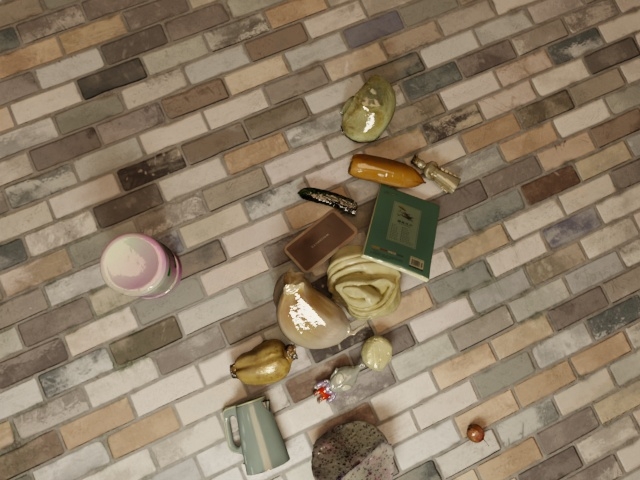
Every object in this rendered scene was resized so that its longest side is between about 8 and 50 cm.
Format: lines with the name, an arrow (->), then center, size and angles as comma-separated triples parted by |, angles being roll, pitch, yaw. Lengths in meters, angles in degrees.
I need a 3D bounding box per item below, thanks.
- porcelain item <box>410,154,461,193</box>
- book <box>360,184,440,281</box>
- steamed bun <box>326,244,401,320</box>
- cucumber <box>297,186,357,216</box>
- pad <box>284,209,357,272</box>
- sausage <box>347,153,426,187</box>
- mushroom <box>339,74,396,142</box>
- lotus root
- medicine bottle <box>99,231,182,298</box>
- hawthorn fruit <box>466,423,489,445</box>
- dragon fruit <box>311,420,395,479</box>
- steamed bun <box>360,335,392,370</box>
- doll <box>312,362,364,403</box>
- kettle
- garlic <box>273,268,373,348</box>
porcelain item -> 0.457, -0.272, 2.062 | 0.213, 0.054, 0.084 | 32, 78, -1
book -> 0.314, -0.040, 1.943 | 0.264, 0.031, 0.379 | 22, 52, -3
steamed bun -> 0.167, 0.151, 1.904 | 0.276, 0.203, 0.289 | -10, 82, -7
cucumber -> 0.030, -0.163, 2.005 | 0.245, 0.067, 0.067 | 20, 81, -2
pad -> 0.000, 0.000, 1.961 | 0.266, 0.002, 0.176 | -39, 53, -9
sausage -> 0.271, -0.269, 2.021 | 0.328, 0.112, 0.112 | 12, 82, -7
mushroom -> 0.202, -0.521, 2.017 | 0.189, 0.164, 0.267 | 44, 81, 2
lotus root -> -0.201, 0.443, 1.867 | 0.256, 0.140, 0.154 | -15, 55, 1
medicine bottle -> -0.612, 0.095, 1.779 | 0.212, 0.325, 0.212 | 1, 82, -4
hawthorn fruit -> 0.602, 0.740, 1.934 | 0.103, 0.067, 0.067 | 34, 81, 3
dragon fruit -> 0.113, 0.802, 1.826 | 0.283, 0.204, 0.221 | -33, 115, -20
steamed bun -> 0.205, 0.423, 1.926 | 0.112, 0.091, 0.130 | 28, 66, -11
doll -> 0.071, 0.527, 1.914 | 0.227, 0.075, 0.102 | -33, 103, 2
kettle -> -0.243, 0.699, 1.840 | 0.210, 0.160, 0.243 | -24, 77, 20
garlic -> -0.027, 0.251, 1.866 | 0.340, 0.231, 0.246 | 29, 107, -16
